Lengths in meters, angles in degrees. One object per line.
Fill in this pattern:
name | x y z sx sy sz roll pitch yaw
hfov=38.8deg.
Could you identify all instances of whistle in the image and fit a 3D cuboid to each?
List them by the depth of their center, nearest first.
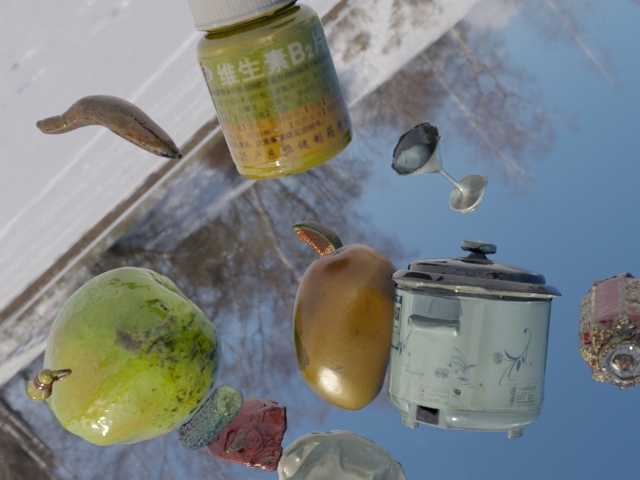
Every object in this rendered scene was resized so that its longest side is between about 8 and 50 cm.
whistle | -0.457 0.239 1.534 0.109 0.057 0.046 -36 -139 54

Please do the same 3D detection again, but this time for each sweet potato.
sweet potato | -0.448 -0.251 1.910 0.079 0.346 0.108 -23 124 -71

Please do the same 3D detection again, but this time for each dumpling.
dumpling | 0.056 0.601 2.068 0.315 0.395 0.233 -27 -172 -20

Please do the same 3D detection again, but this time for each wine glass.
wine glass | 0.237 -0.133 1.763 0.122 0.183 0.122 -33 -141 32

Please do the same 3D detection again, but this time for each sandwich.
sandwich | 0.002 0.000 1.882 0.029 0.135 0.067 -43 167 -41

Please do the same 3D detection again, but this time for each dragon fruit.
dragon fruit | -0.132 0.349 1.647 0.161 0.127 0.120 177 -76 -72

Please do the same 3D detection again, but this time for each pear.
pear | -0.402 0.251 1.892 0.391 0.391 0.391 -40 -167 11

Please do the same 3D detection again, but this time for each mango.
mango | 0.051 0.163 1.720 0.173 0.211 0.317 -175 -90 -74

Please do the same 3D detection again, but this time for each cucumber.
cucumber | -0.181 0.291 1.463 0.058 0.058 0.187 -53 -179 -40

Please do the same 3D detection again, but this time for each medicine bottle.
medicine bottle | -0.097 -0.317 1.563 0.224 0.384 0.224 -16 -160 6

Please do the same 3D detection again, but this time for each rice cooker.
rice cooker | 0.233 0.146 1.429 0.264 0.317 0.316 6 -135 41

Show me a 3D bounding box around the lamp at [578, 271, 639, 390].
lamp | 0.604 0.178 1.812 0.177 0.177 0.274 -36 -168 28
